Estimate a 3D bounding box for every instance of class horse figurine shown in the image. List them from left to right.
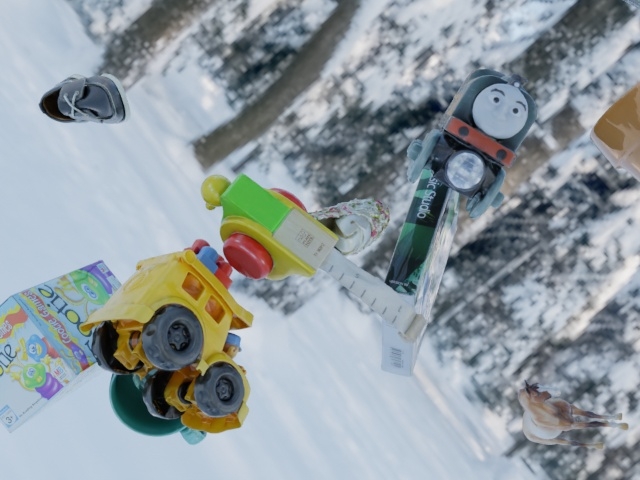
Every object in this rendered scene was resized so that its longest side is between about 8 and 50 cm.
[{"bbox_3d":[0.397,0.297,1.779,0.174,0.066,0.263,8,-18,4],"label":"horse figurine"}]

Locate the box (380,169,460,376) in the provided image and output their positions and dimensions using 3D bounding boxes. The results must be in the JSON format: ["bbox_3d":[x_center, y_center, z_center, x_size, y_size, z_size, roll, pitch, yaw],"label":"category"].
[{"bbox_3d":[0.164,0.024,1.726,0.058,0.322,0.232,12,-36,12],"label":"box"}]

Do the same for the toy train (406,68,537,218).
[{"bbox_3d":[0.213,-0.144,1.486,0.142,0.190,0.334,30,9,2],"label":"toy train"}]

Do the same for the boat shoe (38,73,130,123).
[{"bbox_3d":[-0.367,-0.214,1.691,0.233,0.079,0.084,13,-56,52],"label":"boat shoe"}]

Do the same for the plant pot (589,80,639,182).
[{"bbox_3d":[0.548,-0.145,1.480,0.204,0.290,0.291,59,6,14],"label":"plant pot"}]

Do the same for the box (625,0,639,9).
[{"bbox_3d":[0.266,-0.190,0.783,0.062,0.052,0.083,29,2,1],"label":"box"}]

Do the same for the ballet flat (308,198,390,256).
[{"bbox_3d":[0.000,0.000,1.493,0.077,0.240,0.091,-138,-140,-57],"label":"ballet flat"}]

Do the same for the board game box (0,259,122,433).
[{"bbox_3d":[-0.384,0.146,1.579,0.142,0.144,0.275,50,17,2],"label":"board game box"}]

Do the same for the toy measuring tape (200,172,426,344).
[{"bbox_3d":[-0.019,0.030,1.369,0.330,0.121,0.121,37,4,0],"label":"toy measuring tape"}]

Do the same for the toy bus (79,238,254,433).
[{"bbox_3d":[-0.162,0.110,1.389,0.149,0.211,0.220,-13,-54,45],"label":"toy bus"}]

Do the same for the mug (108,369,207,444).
[{"bbox_3d":[-0.228,0.209,1.526,0.097,0.129,0.158,-99,-172,-70],"label":"mug"}]
